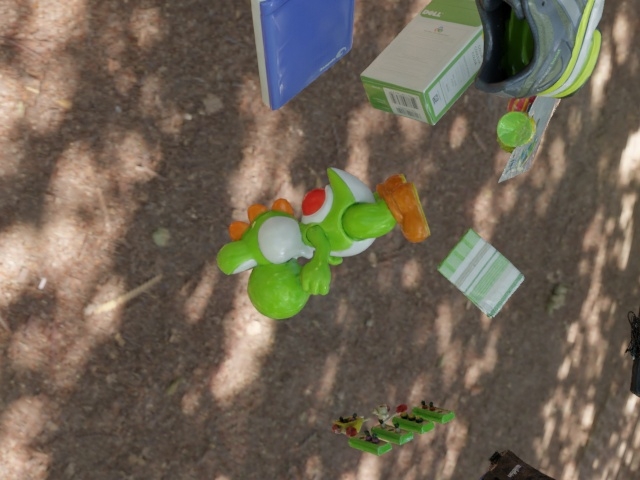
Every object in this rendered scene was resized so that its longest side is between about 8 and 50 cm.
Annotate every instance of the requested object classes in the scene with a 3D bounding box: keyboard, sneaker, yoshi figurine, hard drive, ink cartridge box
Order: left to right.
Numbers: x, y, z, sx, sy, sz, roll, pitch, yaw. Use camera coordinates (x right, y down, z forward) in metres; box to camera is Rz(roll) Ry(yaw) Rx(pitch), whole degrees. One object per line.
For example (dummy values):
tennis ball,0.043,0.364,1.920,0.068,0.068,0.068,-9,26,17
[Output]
hard drive,-0.023,-0.376,1.438,0.210,0.040,0.319,-42,164,-15
yoshi figurine,0.009,0.024,1.444,0.362,0.203,0.203,-19,144,2
ink cartridge box,0.162,-0.254,1.110,0.209,0.109,0.062,-49,138,-19
sneaker,0.209,-0.264,0.769,0.121,0.111,0.300,-24,126,-35
keyboard,0.619,0.203,1.556,0.100,0.038,0.192,21,66,-14

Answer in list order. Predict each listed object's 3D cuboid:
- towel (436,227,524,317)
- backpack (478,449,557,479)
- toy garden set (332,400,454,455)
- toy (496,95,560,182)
towel,0.315,0.064,1.642,0.152,0.023,0.113,42,79,-6
backpack,0.377,0.556,1.518,0.276,0.263,0.213,-42,114,-34
toy garden set,0.164,0.431,2.015,0.244,0.204,0.049,-17,100,-34
toy,0.268,-0.158,1.103,0.237,0.056,0.137,-29,142,-67
